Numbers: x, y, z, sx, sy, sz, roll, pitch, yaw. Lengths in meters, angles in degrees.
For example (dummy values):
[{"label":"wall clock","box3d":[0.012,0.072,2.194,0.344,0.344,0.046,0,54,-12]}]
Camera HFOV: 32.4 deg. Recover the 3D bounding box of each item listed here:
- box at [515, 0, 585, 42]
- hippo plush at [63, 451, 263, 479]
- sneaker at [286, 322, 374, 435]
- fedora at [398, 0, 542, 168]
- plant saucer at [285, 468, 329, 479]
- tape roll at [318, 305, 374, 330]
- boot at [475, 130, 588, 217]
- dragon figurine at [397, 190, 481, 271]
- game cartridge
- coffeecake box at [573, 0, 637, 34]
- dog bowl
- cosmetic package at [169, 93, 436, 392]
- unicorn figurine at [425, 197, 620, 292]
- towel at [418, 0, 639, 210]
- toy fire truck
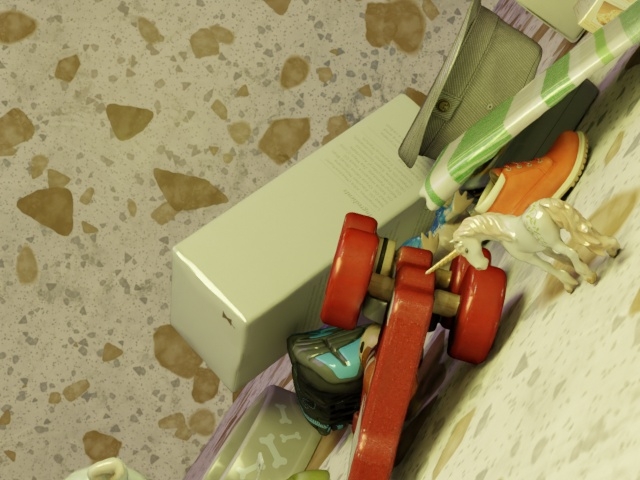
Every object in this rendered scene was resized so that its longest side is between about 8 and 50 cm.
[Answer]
[{"label":"box","box3d":[0.414,-0.445,1.832,0.148,0.121,0.311,-54,3,22]},{"label":"hippo plush","box3d":[-0.130,0.283,1.034,0.234,0.236,0.294,-37,37,26]},{"label":"sneaker","box3d":[0.030,0.185,1.452,0.341,0.125,0.140,132,128,-84]},{"label":"fedora","box3d":[0.212,-0.202,1.479,0.275,0.124,0.244,-64,-1,16]},{"label":"plant saucer","box3d":[-0.069,0.397,1.448,0.241,0.037,0.241,-56,3,4]},{"label":"tape roll","box3d":[0.040,0.127,1.825,0.189,0.080,0.189,-48,13,15]},{"label":"boot","box3d":[0.231,-0.071,1.196,0.158,0.084,0.059,-56,1,-21]},{"label":"dragon figurine","box3d":[0.148,0.025,1.444,0.289,0.085,0.144,-57,3,-29]},{"label":"game cartridge","box3d":[0.276,-0.140,1.493,0.198,0.062,0.297,-61,3,-2]},{"label":"coffeecake box","box3d":[0.407,-0.345,1.403,0.185,0.068,0.142,-55,3,22]},{"label":"dog bowl","box3d":[-0.121,0.385,1.775,0.349,0.102,0.349,-57,3,5]},{"label":"cosmetic package","box3d":[0.000,0.000,1.643,0.453,0.161,0.230,-36,-20,-27]},{"label":"unicorn figurine","box3d":[0.181,0.002,0.943,0.060,0.111,0.162,-59,4,-36]},{"label":"towel","box3d":[0.255,-0.161,1.243,0.325,0.038,0.248,-37,4,20]},{"label":"toy fire truck","box3d":[0.074,0.118,1.165,0.302,0.169,0.254,-71,-4,-81]}]
